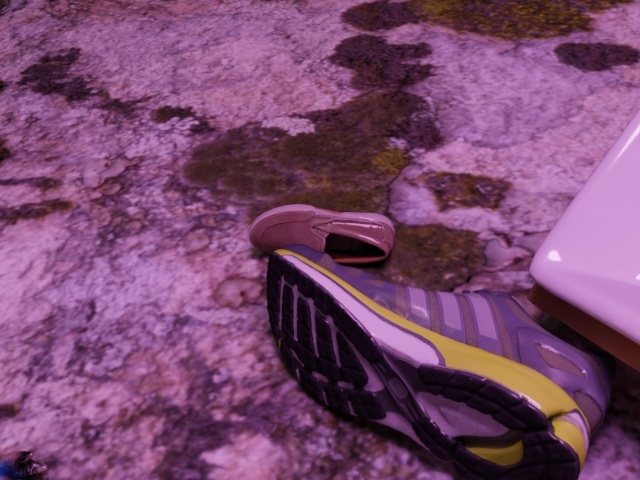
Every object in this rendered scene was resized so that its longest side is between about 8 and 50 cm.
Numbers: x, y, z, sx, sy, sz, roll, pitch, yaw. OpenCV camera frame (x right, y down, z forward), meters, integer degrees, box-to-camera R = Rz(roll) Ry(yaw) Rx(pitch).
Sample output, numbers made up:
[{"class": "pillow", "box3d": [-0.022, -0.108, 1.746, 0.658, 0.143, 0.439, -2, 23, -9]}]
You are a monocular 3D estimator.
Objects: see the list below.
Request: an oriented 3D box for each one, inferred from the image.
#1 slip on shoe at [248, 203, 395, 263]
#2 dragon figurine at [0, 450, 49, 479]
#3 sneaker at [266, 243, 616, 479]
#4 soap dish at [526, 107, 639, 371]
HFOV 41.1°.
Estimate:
[{"class": "slip on shoe", "box3d": [0.000, 0.000, 0.779, 0.135, 0.051, 0.041, 4, 38, 3]}, {"class": "dragon figurine", "box3d": [-0.262, 0.206, 0.546, 0.289, 0.085, 0.144, 7, 41, 17]}, {"class": "sneaker", "box3d": [0.078, 0.079, 0.641, 0.300, 0.111, 0.121, 28, 38, 33]}, {"class": "soap dish", "box3d": [0.290, 0.006, 0.539, 0.229, 0.118, 0.291, -54, 24, 2]}]
